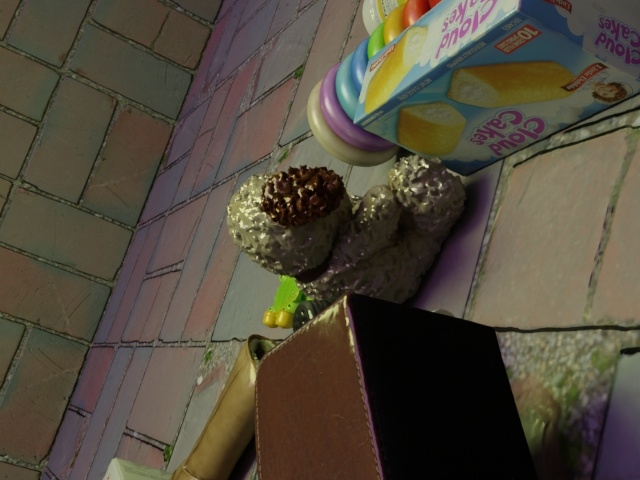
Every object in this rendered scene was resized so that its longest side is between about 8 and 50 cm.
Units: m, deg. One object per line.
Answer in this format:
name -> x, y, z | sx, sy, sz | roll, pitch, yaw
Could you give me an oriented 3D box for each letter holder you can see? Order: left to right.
letter holder -> 0.034, 0.226, 0.558 | 0.214, 0.152, 0.302 | -38, 49, 38

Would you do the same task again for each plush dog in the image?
plush dog -> 0.000, 0.000, 0.898 | 0.262, 0.225, 0.211 | -21, 49, 61

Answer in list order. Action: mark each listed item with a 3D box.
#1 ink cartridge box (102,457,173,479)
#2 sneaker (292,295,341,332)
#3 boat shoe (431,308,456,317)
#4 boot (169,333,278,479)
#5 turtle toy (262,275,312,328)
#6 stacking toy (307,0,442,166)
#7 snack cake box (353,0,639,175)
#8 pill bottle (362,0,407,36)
ink cartridge box -> -0.289, 0.482, 1.233 | 0.197, 0.114, 0.273 | -68, 22, -1
sneaker -> 0.056, 0.164, 0.807 | 0.087, 0.130, 0.228 | 147, 113, -67
boat shoe -> 0.076, 0.187, 0.720 | 0.079, 0.095, 0.255 | -11, 66, 51
boot -> -0.131, 0.290, 1.100 | 0.270, 0.089, 0.236 | -60, 23, 13
turtle toy -> -0.022, 0.081, 1.084 | 0.130, 0.066, 0.095 | -8, 61, 65
stacking toy -> 0.105, -0.216, 0.941 | 0.330, 0.141, 0.141 | 136, 150, -58
snack cake box -> 0.167, -0.164, 0.779 | 0.264, 0.152, 0.089 | -26, 45, 59
pill bottle -> 0.144, -0.319, 1.037 | 0.208, 0.119, 0.119 | -3, 66, 66
